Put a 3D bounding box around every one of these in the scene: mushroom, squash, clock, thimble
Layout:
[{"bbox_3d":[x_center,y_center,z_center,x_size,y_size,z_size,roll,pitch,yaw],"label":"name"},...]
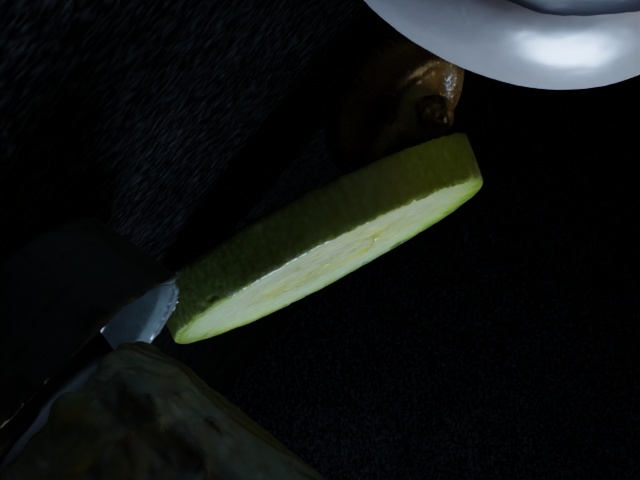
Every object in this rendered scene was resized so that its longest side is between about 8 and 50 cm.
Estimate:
[{"bbox_3d":[0.054,-0.101,1.067,0.126,0.085,0.109,-47,-177,0],"label":"mushroom"},{"bbox_3d":[0.000,0.000,1.043,0.252,0.049,0.252,-26,175,-3],"label":"squash"},{"bbox_3d":[-0.172,0.108,0.673,0.280,0.055,0.280,-50,177,-4],"label":"clock"},{"bbox_3d":[-0.067,0.135,0.651,0.137,0.143,0.190,-48,175,-34],"label":"thimble"}]

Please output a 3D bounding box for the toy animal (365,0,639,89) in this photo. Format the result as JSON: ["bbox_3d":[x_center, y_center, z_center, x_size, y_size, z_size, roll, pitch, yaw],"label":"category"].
[{"bbox_3d":[0.088,-0.142,0.470,0.187,0.165,0.235,-49,178,0],"label":"toy animal"}]
